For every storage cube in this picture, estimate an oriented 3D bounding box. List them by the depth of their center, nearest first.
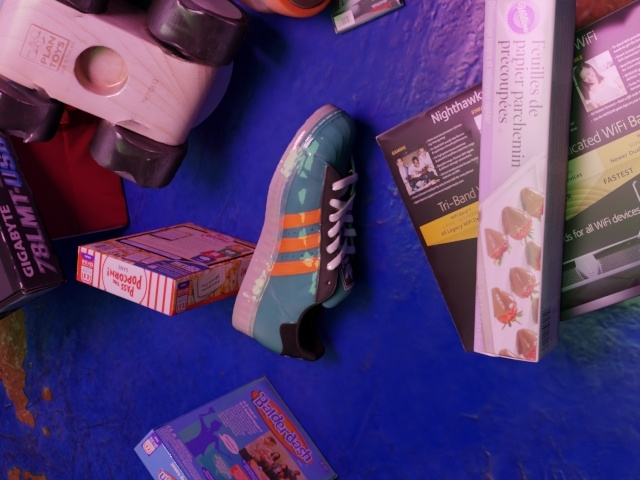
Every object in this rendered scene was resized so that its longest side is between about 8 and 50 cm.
[{"bbox_3d":[-0.399,-0.092,1.159,0.215,0.183,0.193,-5,96,33],"label":"storage cube"}]

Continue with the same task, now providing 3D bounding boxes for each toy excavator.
[{"bbox_3d":[-0.315,-0.308,1.064,0.433,0.445,0.222,22,115,-17],"label":"toy excavator"}]

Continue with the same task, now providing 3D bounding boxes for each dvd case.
[{"bbox_3d":[0.038,-0.299,0.949,0.087,0.013,0.119,-17,88,33],"label":"dvd case"}]

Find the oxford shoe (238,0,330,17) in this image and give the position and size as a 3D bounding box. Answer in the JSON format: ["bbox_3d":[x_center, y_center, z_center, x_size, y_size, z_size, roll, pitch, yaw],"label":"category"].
[{"bbox_3d":[-0.036,-0.424,0.910,0.132,0.130,0.364,20,100,47],"label":"oxford shoe"}]

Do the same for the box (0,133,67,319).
[{"bbox_3d":[-0.473,-0.028,1.069,0.293,0.073,0.296,-25,86,33],"label":"box"}]

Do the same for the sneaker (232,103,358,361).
[{"bbox_3d":[0.000,0.000,0.979,0.121,0.108,0.302,27,116,19],"label":"sneaker"}]

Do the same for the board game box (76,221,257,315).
[{"bbox_3d":[-0.166,0.028,1.028,0.146,0.193,0.045,17,108,29],"label":"board game box"}]

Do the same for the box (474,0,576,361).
[{"bbox_3d":[0.182,-0.055,0.773,0.063,0.067,0.324,6,103,31],"label":"box"}]

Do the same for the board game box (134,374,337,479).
[{"bbox_3d":[-0.093,0.262,1.014,0.160,0.210,0.047,52,121,15],"label":"board game box"}]

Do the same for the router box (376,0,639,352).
[{"bbox_3d":[0.235,-0.055,0.828,0.309,0.081,0.243,-24,86,33],"label":"router box"}]
